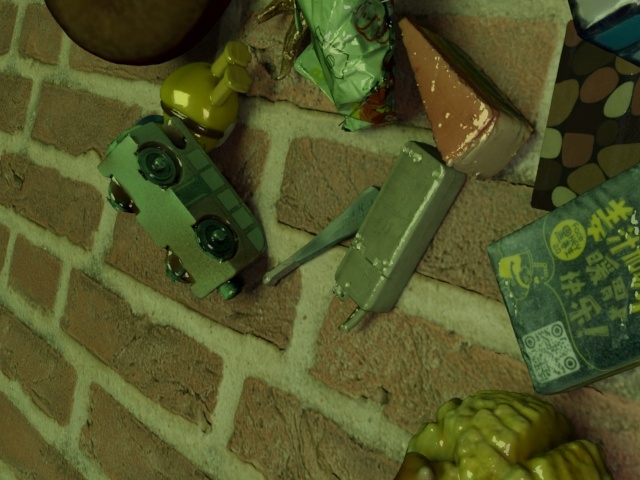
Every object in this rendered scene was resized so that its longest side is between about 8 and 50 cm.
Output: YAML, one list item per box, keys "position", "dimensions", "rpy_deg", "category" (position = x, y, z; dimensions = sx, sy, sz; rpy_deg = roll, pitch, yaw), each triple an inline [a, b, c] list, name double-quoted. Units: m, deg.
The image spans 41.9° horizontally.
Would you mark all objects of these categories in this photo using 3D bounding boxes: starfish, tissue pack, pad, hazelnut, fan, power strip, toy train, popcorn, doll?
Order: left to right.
- position: [-0.323, -0.525, 1.509]
  dimensions: [0.409, 0.359, 0.359]
  rpy_deg: [-44, 53, 25]
  category: "hazelnut"
- position: [-0.245, -0.211, 1.510]
  dimensions: [0.363, 0.145, 0.199]
  rpy_deg: [-37, 43, 42]
  category: "doll"
- position: [-0.223, -0.051, 1.396]
  dimensions: [0.326, 0.159, 0.129]
  rpy_deg: [52, 132, -2]
  category: "toy train"
- position: [-0.014, -0.388, 1.340]
  dimensions: [0.236, 0.062, 0.277]
  rpy_deg: [16, 94, 48]
  category: "starfish"
- position: [0.000, 0.000, 1.288]
  dimensions: [0.282, 0.023, 0.057]
  rpy_deg: [-33, 61, 39]
  category: "fan"
- position: [0.094, 0.005, 1.156]
  dimensions: [0.093, 0.053, 0.288]
  rpy_deg: [46, 118, 41]
  category: "power strip"
- position: [0.192, 0.288, 0.867]
  dimensions: [0.224, 0.270, 0.258]
  rpy_deg: [-36, 13, 35]
  category: "popcorn"
- position: [0.327, -0.140, 0.956]
  dimensions: [0.158, 0.003, 0.234]
  rpy_deg: [15, 95, 49]
  category: "pad"
- position: [0.312, 0.038, 0.880]
  dimensions: [0.257, 0.081, 0.185]
  rpy_deg: [-34, 63, 41]
  category: "tissue pack"

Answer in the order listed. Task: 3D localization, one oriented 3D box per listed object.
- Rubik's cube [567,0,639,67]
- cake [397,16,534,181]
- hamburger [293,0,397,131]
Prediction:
- position: [0.378, -0.321, 0.716]
  dimensions: [0.292, 0.287, 0.293]
  rpy_deg: [-29, 63, 41]
  category: "Rubik's cube"
- position: [0.183, -0.194, 1.048]
  dimensions: [0.090, 0.109, 0.225]
  rpy_deg: [-36, 59, 39]
  category: "cake"
- position: [0.030, -0.287, 1.141]
  dimensions: [0.260, 0.151, 0.275]
  rpy_deg: [-60, -31, -82]
  category: "hamburger"
